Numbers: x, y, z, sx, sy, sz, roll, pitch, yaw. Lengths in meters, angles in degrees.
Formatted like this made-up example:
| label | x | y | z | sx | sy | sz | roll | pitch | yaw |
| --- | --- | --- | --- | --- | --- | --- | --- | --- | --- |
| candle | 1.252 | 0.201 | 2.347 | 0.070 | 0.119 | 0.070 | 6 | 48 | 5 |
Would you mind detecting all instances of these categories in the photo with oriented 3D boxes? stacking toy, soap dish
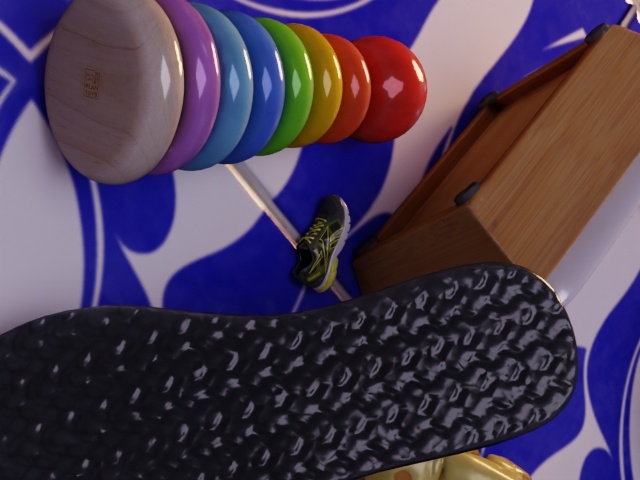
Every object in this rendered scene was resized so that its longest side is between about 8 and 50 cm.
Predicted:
| label | x | y | z | sx | sy | sz | roll | pitch | yaw |
| --- | --- | --- | --- | --- | --- | --- | --- | --- | --- |
| stacking toy | -0.038 | -0.117 | 1.063 | 0.330 | 0.141 | 0.141 | -5 | 91 | -43 |
| soap dish | 0.171 | -0.044 | 1.177 | 0.118 | 0.229 | 0.291 | 46 | 60 | -9 |

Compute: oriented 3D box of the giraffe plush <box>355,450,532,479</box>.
| label | x | y | z | sx | sy | sz | roll | pitch | yaw |
| --- | --- | --- | --- | --- | --- | --- | --- | --- | --- |
| giraffe plush | 0.057 | 0.227 | 1.110 | 0.170 | 0.181 | 0.210 | -59 | 156 | 3 |

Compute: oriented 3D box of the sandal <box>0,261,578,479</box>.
| label | x | y | z | sx | sy | sz | roll | pitch | yaw |
| --- | --- | --- | --- | --- | --- | --- | --- | --- | --- |
| sandal | -0.040 | 0.120 | 0.984 | 0.445 | 0.107 | 0.168 | -7 | 79 | -8 |

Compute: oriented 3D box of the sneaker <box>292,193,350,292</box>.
| label | x | y | z | sx | sy | sz | roll | pitch | yaw |
| --- | --- | --- | --- | --- | --- | --- | --- | --- | --- |
| sneaker | 0.000 | 0.000 | 1.147 | 0.035 | 0.031 | 0.083 | 18 | 76 | -37 |
